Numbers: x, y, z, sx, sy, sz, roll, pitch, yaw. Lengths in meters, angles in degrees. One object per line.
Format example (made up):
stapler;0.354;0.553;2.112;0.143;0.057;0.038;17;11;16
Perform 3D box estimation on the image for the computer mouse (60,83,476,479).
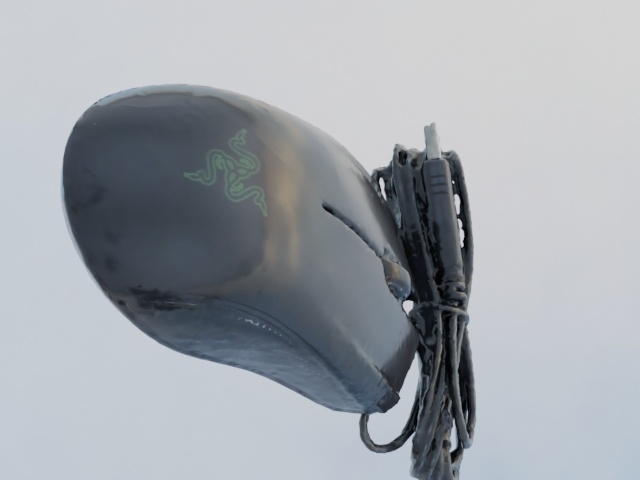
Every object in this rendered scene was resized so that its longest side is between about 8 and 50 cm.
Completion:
computer mouse;0.000;0.000;0.853;0.072;0.272;0.188;-19;-118;36
